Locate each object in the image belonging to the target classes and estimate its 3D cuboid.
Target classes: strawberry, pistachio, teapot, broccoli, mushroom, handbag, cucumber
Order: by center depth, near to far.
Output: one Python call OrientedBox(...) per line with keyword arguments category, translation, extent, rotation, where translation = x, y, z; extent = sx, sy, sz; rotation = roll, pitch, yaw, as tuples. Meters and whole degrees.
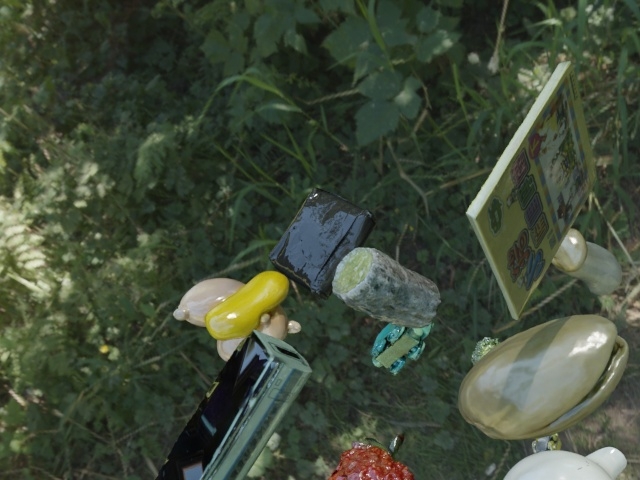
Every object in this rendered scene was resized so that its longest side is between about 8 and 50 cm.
OrientedBox(category="cucumber", translation=(0.069, 0.051, 0.644), extent=(0.064, 0.112, 0.064), rotation=(-35, 41, 37))
OrientedBox(category="strawberry", translation=(0.037, 0.299, 0.692), extent=(0.192, 0.085, 0.140), rotation=(-67, 13, 4))
OrientedBox(category="pistachio", translation=(0.271, 0.171, 0.801), extent=(0.226, 0.136, 0.135), rotation=(-36, 50, 23))
OrientedBox(category="teapot", translation=(0.400, 0.479, 1.125), extent=(0.300, 0.166, 0.208), rotation=(-42, 88, 22))
OrientedBox(category="handbag", translation=(0.000, 0.000, 1.593), extent=(0.223, 0.080, 0.246), rotation=(29, 84, 47))
OrientedBox(category="broccoli", translation=(0.424, 0.302, 1.623), extent=(0.092, 0.095, 0.097), rotation=(4, 58, 12))
OrientedBox(category="mushroom", translation=(0.669, 0.052, 1.669), extent=(0.159, 0.329, 0.122), rotation=(20, 89, 43))

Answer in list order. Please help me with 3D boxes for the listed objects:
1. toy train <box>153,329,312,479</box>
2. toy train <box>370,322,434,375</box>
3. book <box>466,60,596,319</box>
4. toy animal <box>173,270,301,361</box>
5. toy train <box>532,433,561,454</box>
OrientedBox(category="toy train", translation=(-0.094, 0.191, 0.514), extent=(0.251, 0.048, 0.055), rotation=(-57, 40, 7))
OrientedBox(category="toy train", translation=(0.247, 0.307, 1.996), extent=(0.203, 0.112, 0.163), rotation=(-45, 8, 34))
OrientedBox(category="book", translation=(0.208, -0.044, 0.613), extent=(0.013, 0.168, 0.192), rotation=(17, 64, 41))
OrientedBox(category="toy animal", translation=(-0.242, 0.250, 1.864), extent=(0.345, 0.246, 0.277), rotation=(-7, 26, 14))
OrientedBox(category="toy train", translation=(0.548, 0.545, 1.586), extent=(0.060, 0.081, 0.202), rotation=(-10, 24, 35))
